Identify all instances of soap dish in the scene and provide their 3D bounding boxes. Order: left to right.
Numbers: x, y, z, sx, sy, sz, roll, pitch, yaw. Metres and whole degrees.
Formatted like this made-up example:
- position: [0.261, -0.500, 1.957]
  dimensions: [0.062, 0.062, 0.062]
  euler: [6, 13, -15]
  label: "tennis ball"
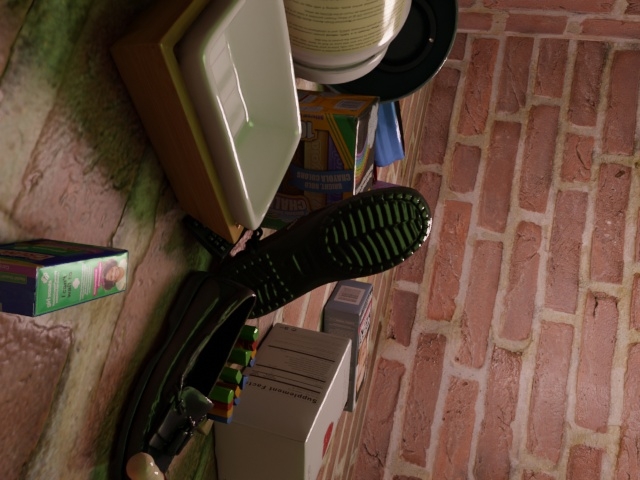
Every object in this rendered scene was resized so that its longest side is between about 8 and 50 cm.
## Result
- position: [-0.119, -0.174, 0.666]
  dimensions: [0.291, 0.118, 0.229]
  euler: [80, 25, -51]
  label: "soap dish"

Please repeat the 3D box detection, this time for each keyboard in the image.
- position: [-0.121, -0.033, 0.811]
  dimensions: [0.108, 0.023, 0.180]
  euler: [50, 35, -13]
  label: "keyboard"

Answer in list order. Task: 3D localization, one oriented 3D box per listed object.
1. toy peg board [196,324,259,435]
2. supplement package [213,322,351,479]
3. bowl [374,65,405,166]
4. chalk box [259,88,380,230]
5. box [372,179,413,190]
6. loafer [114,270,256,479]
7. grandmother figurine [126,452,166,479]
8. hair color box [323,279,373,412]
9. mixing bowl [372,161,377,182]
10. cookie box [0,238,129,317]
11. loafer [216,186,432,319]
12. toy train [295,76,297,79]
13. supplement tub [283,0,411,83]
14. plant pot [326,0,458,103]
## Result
- position: [-0.148, 0.215, 0.878]
  dimensions: [0.160, 0.079, 0.161]
  euler: [80, 25, -50]
  label: "toy peg board"
- position: [-0.062, 0.327, 1.071]
  dimensions: [0.293, 0.175, 0.177]
  euler: [-55, 152, -57]
  label: "supplement package"
- position: [0.152, -0.383, 1.387]
  dimensions: [0.391, 0.077, 0.391]
  euler: [-9, 90, -78]
  label: "bowl"
- position: [-0.004, -0.116, 1.016]
  dimensions: [0.180, 0.179, 0.289]
  euler: [-55, 152, -60]
  label: "chalk box"
- position: [0.086, -0.040, 1.290]
  dimensions: [0.300, 0.142, 0.154]
  euler: [-24, 125, -49]
  label: "box"
- position: [-0.173, 0.184, 0.729]
  dimensions: [0.109, 0.095, 0.302]
  euler: [73, 30, -61]
  label: "loafer"
- position: [-0.229, 0.315, 0.556]
  dimensions: [0.208, 0.104, 0.342]
  euler: [-41, 152, -4]
  label: "grandmother figurine"
- position: [0.083, 0.330, 1.726]
  dimensions: [0.185, 0.114, 0.374]
  euler: [-55, 151, -59]
  label: "hair color box"
- position: [0.078, -0.226, 1.350]
  dimensions: [0.181, 0.098, 0.181]
  euler: [-8, 90, -77]
  label: "mixing bowl"
- position: [-0.227, 0.027, 0.446]
  dimensions: [0.107, 0.092, 0.040]
  euler: [-21, 117, -73]
  label: "cookie box"
- position: [0.000, 0.000, 0.893]
  dimensions: [0.130, 0.366, 0.133]
  euler: [-123, -166, -71]
  label: "loafer"
- position: [0.017, -0.370, 0.944]
  dimensions: [0.105, 0.143, 0.248]
  euler: [11, 80, -74]
  label: "toy train"
- position: [0.016, -0.384, 0.715]
  dimensions: [0.325, 0.235, 0.235]
  euler: [95, 10, -70]
  label: "supplement tub"
- position: [0.133, -0.420, 1.080]
  dimensions: [0.196, 0.293, 0.293]
  euler: [-35, 132, -66]
  label: "plant pot"
